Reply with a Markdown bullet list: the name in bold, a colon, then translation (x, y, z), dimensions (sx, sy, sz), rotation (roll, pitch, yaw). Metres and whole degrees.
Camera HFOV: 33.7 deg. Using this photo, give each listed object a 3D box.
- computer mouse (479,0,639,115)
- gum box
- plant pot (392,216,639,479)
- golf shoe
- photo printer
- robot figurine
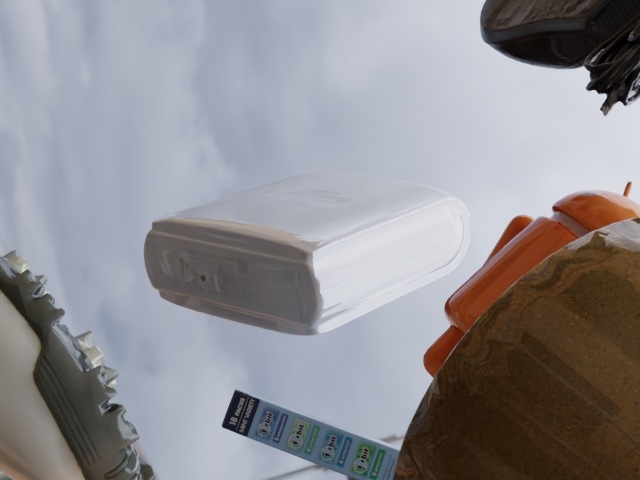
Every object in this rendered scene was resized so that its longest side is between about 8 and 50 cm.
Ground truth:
- **computer mouse**: translation (0.226, -0.184, 0.854), dimensions (0.072, 0.188, 0.272), rotation (38, -3, -24)
- **gum box**: translation (0.017, 0.198, 1.011), dimensions (0.157, 0.184, 0.041), rotation (44, 64, -69)
- **plant pot**: translation (0.197, 0.149, 0.463), dimensions (0.254, 0.237, 0.237), rotation (42, -41, 48)
- **golf shoe**: translation (-0.183, 0.044, 0.418), dimensions (0.273, 0.120, 0.105), rotation (26, -35, 29)
- **photo printer**: translation (0.000, 0.000, 1.176), dimensions (0.256, 0.307, 0.107), rotation (11, -69, 40)
- **robot figurine**: translation (0.182, 0.048, 0.802), dimensions (0.128, 0.219, 0.158), rotation (48, 1, -2)
